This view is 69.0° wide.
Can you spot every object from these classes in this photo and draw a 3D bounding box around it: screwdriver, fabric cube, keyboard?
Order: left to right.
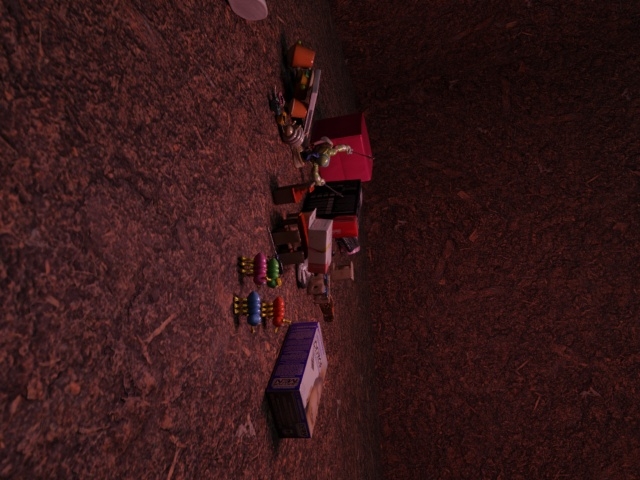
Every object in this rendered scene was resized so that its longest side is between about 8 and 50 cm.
[{"bbox_3d":[-0.148,0.032,1.497,0.025,0.024,0.169,-157,-131,-70],"label":"screwdriver"},{"bbox_3d":[0.115,-0.461,2.359,0.254,0.259,0.258,-80,159,-50],"label":"fabric cube"},{"bbox_3d":[0.137,-0.015,2.579,0.180,0.108,0.023,58,-9,-19],"label":"keyboard"}]

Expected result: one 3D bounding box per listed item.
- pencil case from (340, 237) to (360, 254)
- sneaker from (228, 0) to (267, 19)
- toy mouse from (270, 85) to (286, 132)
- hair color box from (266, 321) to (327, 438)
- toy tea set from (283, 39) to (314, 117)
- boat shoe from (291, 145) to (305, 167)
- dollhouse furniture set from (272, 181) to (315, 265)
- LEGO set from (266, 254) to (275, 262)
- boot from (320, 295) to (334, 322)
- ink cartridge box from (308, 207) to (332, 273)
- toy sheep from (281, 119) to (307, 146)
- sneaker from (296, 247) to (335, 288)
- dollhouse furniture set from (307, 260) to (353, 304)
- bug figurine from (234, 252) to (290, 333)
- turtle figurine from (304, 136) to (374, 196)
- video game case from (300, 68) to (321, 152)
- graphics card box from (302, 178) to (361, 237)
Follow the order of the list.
[{"bbox_3d":[0.149,-0.065,2.651,0.124,0.124,0.284,-60,141,-69],"label":"pencil case"},{"bbox_3d":[-0.230,-0.762,1.321,0.292,0.108,0.169,4,83,-76],"label":"sneaker"},{"bbox_3d":[-0.156,-0.493,1.684,0.161,0.031,0.143,-84,163,-44],"label":"toy mouse"},{"bbox_3d":[-0.062,0.427,1.469,0.339,0.110,0.185,-67,149,-63],"label":"hair color box"},{"bbox_3d":[-0.105,-0.655,1.901,0.200,0.124,0.336,114,-19,-49],"label":"toy tea set"},{"bbox_3d":[-0.090,-0.363,1.880,0.050,0.045,0.135,-55,137,-72],"label":"boat shoe"},{"bbox_3d":[-0.069,-0.063,1.614,0.262,0.135,0.259,-59,141,-70],"label":"dollhouse furniture set"},{"bbox_3d":[-0.148,0.069,1.451,0.083,0.023,0.054,-75,155,-58],"label":"LEGO set"},{"bbox_3d":[0.032,0.283,2.086,0.084,0.059,0.158,-85,172,-52],"label":"boot"},{"bbox_3d":[0.000,0.000,1.580,0.115,0.067,0.198,-65,158,-66],"label":"ink cartridge box"},{"bbox_3d":[-0.100,-0.398,1.762,0.132,0.091,0.091,33,51,-59],"label":"toy sheep"},{"bbox_3d":[-0.013,0.074,1.773,0.086,0.132,0.228,61,32,-59],"label":"sneaker"},{"bbox_3d":[0.051,0.177,1.916,0.129,0.184,0.129,62,25,-60],"label":"dollhouse furniture set"},{"bbox_3d":[-0.152,0.146,1.285,0.279,0.072,0.216,36,48,-73],"label":"bug figurine"},{"bbox_3d":[0.043,-0.328,1.996,0.266,0.275,0.197,-111,-146,-62],"label":"turtle figurine"},{"bbox_3d":[-0.044,-0.542,1.956,0.285,0.025,0.204,107,-8,-45],"label":"video game case"},{"bbox_3d":[0.054,-0.139,1.980,0.371,0.233,0.094,-79,162,-56],"label":"graphics card box"}]
